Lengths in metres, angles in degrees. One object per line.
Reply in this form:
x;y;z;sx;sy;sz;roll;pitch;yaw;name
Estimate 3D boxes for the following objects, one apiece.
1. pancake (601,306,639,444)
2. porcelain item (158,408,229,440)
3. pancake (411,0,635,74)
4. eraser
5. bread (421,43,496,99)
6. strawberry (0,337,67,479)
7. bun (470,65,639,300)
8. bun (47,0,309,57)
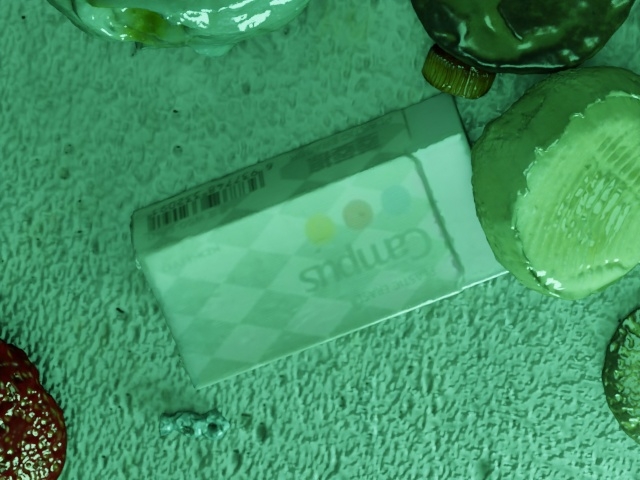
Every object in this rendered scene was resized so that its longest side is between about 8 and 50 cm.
0.419;0.157;1.854;0.199;0.021;0.199;1;102;4;pancake
-0.149;0.219;1.911;0.083;0.028;0.036;0;99;4;porcelain item
0.224;-0.316;1.730;0.294;0.049;0.294;0;84;3;pancake
0.000;0.000;1.825;0.397;0.082;0.213;-21;100;9;eraser
0.154;-0.192;1.771;0.085;0.085;0.053;18;111;1;bread
-0.431;0.207;1.834;0.257;0.261;0.261;16;103;8;strawberry
0.265;-0.075;1.731;0.259;0.152;0.259;-13;119;-25;bun
-0.160;-0.307;1.644;0.362;0.362;0.211;9;84;3;bun
